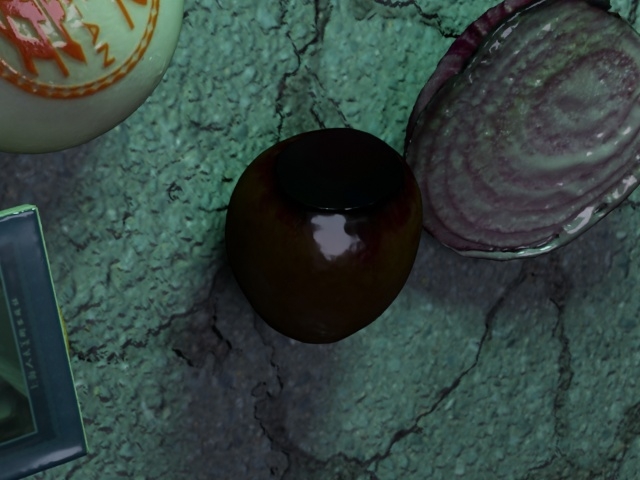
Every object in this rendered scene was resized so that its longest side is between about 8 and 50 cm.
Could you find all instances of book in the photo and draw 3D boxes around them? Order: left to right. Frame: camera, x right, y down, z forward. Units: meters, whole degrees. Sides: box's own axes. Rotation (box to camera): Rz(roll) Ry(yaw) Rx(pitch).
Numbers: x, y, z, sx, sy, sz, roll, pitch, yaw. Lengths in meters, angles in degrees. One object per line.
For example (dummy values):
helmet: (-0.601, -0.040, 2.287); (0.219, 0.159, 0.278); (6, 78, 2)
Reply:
book: (-0.297, 0.100, 1.259); (0.269, 0.025, 0.191); (-18, 107, -27)

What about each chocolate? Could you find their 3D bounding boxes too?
chocolate: (0.000, 0.000, 1.489); (0.176, 0.176, 0.177); (-8, 105, -30)

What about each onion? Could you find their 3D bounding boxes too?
onion: (0.169, -0.109, 1.593); (0.247, 0.111, 0.250); (-47, 134, 12)

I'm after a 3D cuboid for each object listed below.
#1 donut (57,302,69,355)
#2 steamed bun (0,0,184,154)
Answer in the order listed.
donut: (-0.290, 0.089, 1.344); (0.226, 0.114, 0.227); (-6, 103, -30)
steamed bun: (-0.196, -0.173, 1.321); (0.231, 0.145, 0.232); (-8, 105, -30)
